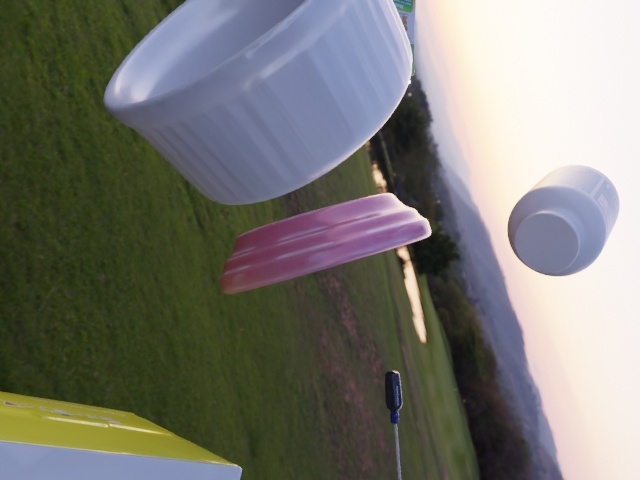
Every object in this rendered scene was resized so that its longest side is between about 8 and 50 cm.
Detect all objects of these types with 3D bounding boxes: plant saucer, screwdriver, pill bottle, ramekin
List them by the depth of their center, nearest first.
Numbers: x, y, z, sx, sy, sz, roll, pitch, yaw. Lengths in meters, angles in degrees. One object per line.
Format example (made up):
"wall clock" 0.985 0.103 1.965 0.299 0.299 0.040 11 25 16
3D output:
"ramekin" -0.049 -0.162 0.609 0.135 0.277 0.277 53 22 -34
"screwdriver" 0.099 0.257 0.868 0.025 0.024 0.170 -6 95 -58
"plant saucer" 0.000 0.000 1.003 0.332 0.332 0.084 -9 82 -78
"pill bottle" 0.388 -0.031 1.042 0.264 0.146 0.146 -27 102 -56

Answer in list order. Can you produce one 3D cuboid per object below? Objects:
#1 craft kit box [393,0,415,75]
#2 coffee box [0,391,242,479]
"craft kit box" 0.041 -0.401 1.053 0.061 0.250 0.246 -13 -107 63
"coffee box" -0.352 0.374 0.774 0.338 0.338 0.334 21 77 -35
